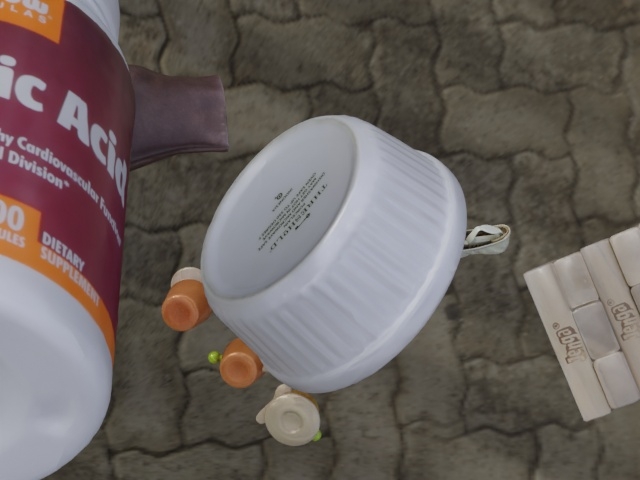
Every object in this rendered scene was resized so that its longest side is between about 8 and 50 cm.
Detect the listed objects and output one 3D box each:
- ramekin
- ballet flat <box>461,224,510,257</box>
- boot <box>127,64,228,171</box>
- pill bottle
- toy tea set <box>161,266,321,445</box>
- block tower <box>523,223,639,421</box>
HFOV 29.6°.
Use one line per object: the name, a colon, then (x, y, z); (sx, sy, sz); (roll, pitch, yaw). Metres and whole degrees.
ramekin: (0.000, 0.000, 1.178); (0.127, 0.273, 0.273); (38, 72, -31)
ballet flat: (0.232, -0.003, 1.952); (0.168, 0.052, 0.057); (-8, 49, -27)
boot: (-0.212, -0.119, 1.457); (0.207, 0.090, 0.248); (2, 52, -11)
pill bottle: (-0.242, -0.047, 0.828); (0.224, 0.224, 0.392); (7, 45, -12)
toy tea set: (-0.081, 0.145, 1.863); (0.336, 0.124, 0.200); (44, 108, -2)
block tower: (0.282, -0.010, 0.631); (0.335, 0.097, 0.091); (-24, 84, 21)
